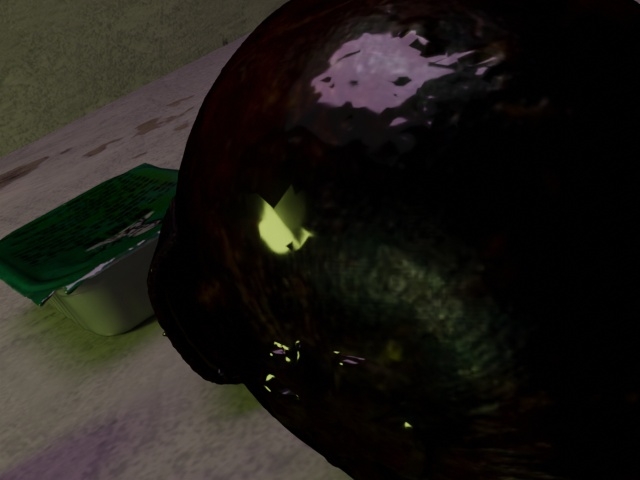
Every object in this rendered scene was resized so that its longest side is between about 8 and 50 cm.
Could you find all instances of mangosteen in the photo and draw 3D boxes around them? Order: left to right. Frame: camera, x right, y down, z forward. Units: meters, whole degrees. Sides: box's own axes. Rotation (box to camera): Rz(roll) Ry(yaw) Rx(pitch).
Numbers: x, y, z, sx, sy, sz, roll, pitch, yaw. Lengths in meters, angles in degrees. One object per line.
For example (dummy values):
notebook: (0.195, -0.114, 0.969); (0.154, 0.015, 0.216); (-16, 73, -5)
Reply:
mangosteen: (0.083, -0.011, 0.473); (0.330, 0.330, 0.330); (-20, 22, 8)

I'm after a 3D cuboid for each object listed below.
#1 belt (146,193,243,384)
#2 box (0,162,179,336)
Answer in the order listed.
belt: (0.000, 0.000, 0.719); (0.289, 0.184, 0.164); (-18, 17, -1)
box: (-0.246, 0.015, 1.022); (0.264, 0.106, 0.337); (-34, 25, -24)
